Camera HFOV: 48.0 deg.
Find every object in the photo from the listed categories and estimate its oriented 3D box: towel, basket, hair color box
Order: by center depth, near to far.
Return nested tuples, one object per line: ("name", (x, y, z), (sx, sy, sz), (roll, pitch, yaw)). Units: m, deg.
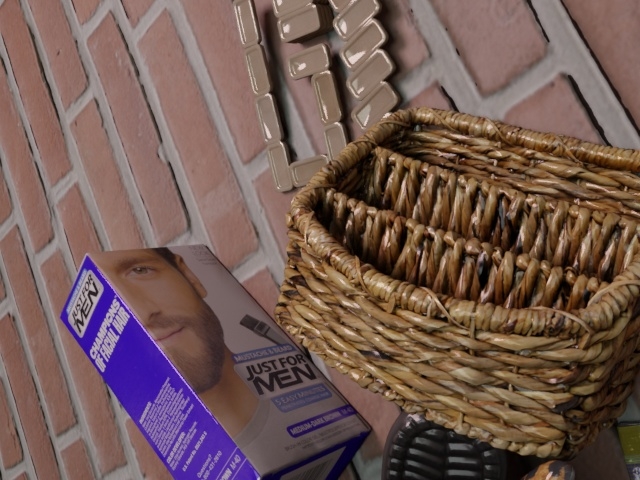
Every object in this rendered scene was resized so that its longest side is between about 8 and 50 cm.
("basket", (0.118, 0.009, 0.599), (0.299, 0.214, 0.222), (23, 108, 35))
("towel", (0.287, 0.191, 0.606), (0.060, 0.009, 0.083), (-14, 84, 38))
("hair color box", (-0.126, 0.148, 0.824), (0.339, 0.185, 0.110), (42, 117, 28))

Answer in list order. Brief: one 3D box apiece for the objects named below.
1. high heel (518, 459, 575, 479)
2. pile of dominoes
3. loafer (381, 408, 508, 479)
("high heel", (0.076, 0.236, 0.556), (0.186, 0.093, 0.261), (19, 124, 10))
("pile of dominoes", (0.004, -0.194, 0.807), (0.196, 0.040, 0.251), (-10, 95, 38))
("loafer", (0.115, 0.280, 0.692), (0.134, 0.130, 0.365), (17, 118, 13))
